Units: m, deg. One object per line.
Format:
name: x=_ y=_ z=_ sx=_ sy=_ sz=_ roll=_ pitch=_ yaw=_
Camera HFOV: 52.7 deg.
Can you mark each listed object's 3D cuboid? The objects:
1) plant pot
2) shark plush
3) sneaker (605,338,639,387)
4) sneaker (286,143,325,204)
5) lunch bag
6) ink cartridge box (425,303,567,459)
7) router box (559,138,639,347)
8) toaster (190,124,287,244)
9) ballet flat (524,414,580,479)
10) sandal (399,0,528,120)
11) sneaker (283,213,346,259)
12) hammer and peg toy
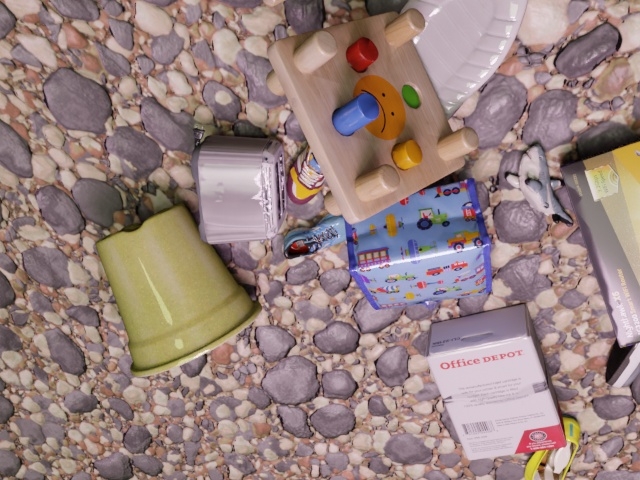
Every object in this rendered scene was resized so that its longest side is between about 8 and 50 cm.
plant pot: x=-0.288 y=0.077 z=1.223 sx=0.275 sy=0.276 sz=0.254 roll=-21 pitch=101 yaw=22
shark plush: x=0.387 y=-0.082 z=1.090 sx=0.067 sy=0.073 sz=0.161 roll=-44 pitch=98 yaw=-3
sneaker: x=0.645 y=0.169 z=1.132 sx=0.178 sy=0.124 sz=0.296 roll=25 pitch=119 yaw=9
sneaker: x=-0.013 y=-0.131 z=1.132 sx=0.069 sy=0.084 sz=0.186 roll=28 pitch=120 yaw=-3
lunch bag: x=0.181 y=0.049 z=1.130 sx=0.220 sy=0.138 sz=0.293 roll=-11 pitch=145 yaw=10
ink cartridge box: x=0.341 y=0.278 z=1.255 sx=0.196 sy=0.114 sz=0.273 roll=-15 pitch=114 yaw=21
router box: x=0.545 y=-0.013 z=1.017 sx=0.242 sy=0.081 sz=0.309 roll=-19 pitch=91 yaw=21
toaster: x=-0.141 y=-0.099 z=1.156 sx=0.146 sy=0.129 sz=0.227 roll=2 pitch=116 yaw=7
ballet flat: x=0.483 y=0.468 z=1.347 sx=0.077 sy=0.077 sz=0.231 roll=13 pitch=120 yaw=5
sandal: x=0.170 y=-0.255 z=1.022 sx=0.169 sy=0.102 sz=0.416 roll=39 pitch=123 yaw=10
sneaker: x=0.000 y=0.000 z=1.206 sx=0.162 sy=0.073 sz=0.063 roll=-24 pitch=110 yaw=23
hammer and peg toy: x=0.046 y=-0.224 z=0.886 sx=0.127 sy=0.265 sz=0.362 roll=-21 pitch=96 yaw=52
